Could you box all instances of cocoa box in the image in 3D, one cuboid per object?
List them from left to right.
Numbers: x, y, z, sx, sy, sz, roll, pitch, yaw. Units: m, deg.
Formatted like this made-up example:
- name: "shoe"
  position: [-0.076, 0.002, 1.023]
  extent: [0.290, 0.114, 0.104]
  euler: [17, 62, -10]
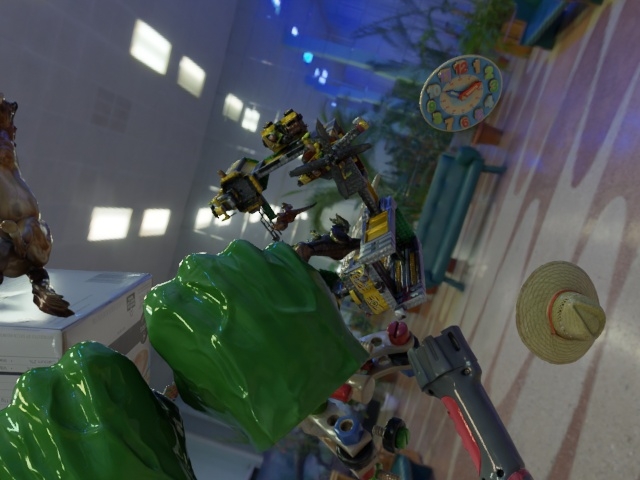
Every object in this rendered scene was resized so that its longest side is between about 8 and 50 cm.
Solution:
- name: "cocoa box"
  position: [-0.405, 0.185, 0.851]
  extent: [0.347, 0.232, 0.227]
  euler: [-83, -4, -82]

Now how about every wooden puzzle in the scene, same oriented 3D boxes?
- name: "wooden puzzle"
  position: [-0.416, 0.423, 1.642]
  extent: [0.049, 0.006, 0.083]
  euler: [4, -59, -45]

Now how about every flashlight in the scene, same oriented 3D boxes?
- name: "flashlight"
  position: [0.211, 0.277, 0.800]
  extent: [0.103, 0.103, 0.304]
  euler: [86, 161, -60]

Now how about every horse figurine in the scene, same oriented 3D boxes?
- name: "horse figurine"
  position: [-0.319, -0.038, 0.596]
  extent: [0.174, 0.066, 0.263]
  euler: [162, 88, -76]

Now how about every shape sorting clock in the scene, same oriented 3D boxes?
- name: "shape sorting clock"
  position: [0.343, -0.353, 1.432]
  extent: [0.040, 0.206, 0.206]
  euler: [-103, 22, -50]

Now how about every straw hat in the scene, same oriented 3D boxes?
- name: "straw hat"
  position: [0.328, 0.098, 0.756]
  extent: [0.061, 0.144, 0.144]
  euler: [8, 80, 71]

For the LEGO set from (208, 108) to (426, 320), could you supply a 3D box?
- name: "LEGO set"
  position: [0.000, 0.000, 0.809]
  extent: [0.192, 0.255, 0.331]
  euler: [-77, -36, -62]

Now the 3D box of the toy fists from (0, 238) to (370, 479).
- name: "toy fists"
  position: [-0.106, 0.110, 0.421]
  extent: [0.279, 0.142, 0.096]
  euler: [-37, -6, -16]

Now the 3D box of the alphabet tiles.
- name: "alphabet tiles"
  position: [0.064, 0.036, 1.265]
  extent: [0.285, 0.011, 0.342]
  euler: [108, 180, -76]

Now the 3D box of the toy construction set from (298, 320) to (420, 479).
- name: "toy construction set"
  position: [0.004, 0.225, 0.946]
  extent: [0.309, 0.237, 0.257]
  euler: [43, -120, -55]
